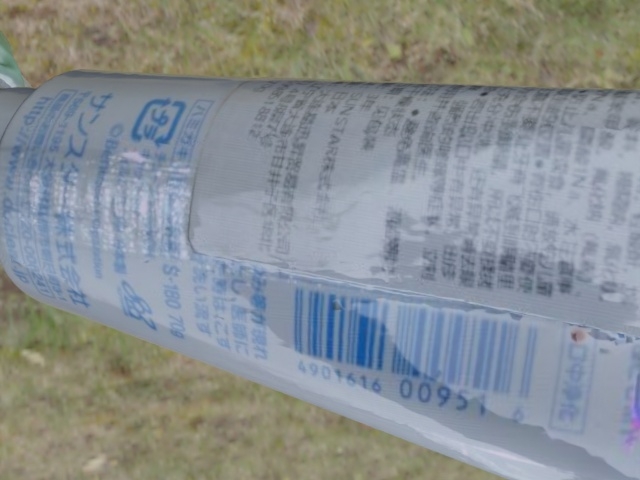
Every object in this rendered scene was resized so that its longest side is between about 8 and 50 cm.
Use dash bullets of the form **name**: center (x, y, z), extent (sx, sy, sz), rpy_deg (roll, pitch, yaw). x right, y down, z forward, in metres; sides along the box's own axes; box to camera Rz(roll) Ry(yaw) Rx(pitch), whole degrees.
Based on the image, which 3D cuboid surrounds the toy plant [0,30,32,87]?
- **toy plant**: center (-0.289, -0.133, 0.653), extent (0.247, 0.247, 0.332), rpy_deg (-22, 112, 3)

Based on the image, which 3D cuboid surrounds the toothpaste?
- **toothpaste**: center (0.000, 0.000, 0.381), extent (0.073, 0.299, 0.114), rpy_deg (-8, 107, -55)
